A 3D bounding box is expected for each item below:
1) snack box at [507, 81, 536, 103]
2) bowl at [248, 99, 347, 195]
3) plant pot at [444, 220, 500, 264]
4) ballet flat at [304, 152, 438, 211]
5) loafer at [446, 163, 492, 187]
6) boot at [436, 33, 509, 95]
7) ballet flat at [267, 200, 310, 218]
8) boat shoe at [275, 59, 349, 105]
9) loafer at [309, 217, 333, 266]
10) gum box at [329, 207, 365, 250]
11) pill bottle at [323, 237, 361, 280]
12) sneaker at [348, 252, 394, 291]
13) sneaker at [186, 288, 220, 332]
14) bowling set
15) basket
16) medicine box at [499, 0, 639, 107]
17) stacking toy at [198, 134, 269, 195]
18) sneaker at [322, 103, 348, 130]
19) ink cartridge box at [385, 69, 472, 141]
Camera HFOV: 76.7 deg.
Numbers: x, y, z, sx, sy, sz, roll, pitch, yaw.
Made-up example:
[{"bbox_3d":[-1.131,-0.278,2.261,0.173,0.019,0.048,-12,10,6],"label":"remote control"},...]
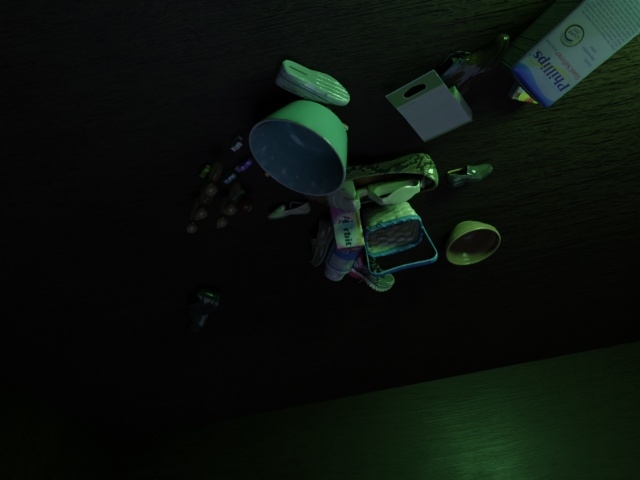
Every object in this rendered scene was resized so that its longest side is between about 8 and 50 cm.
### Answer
[{"bbox_3d":[0.675,-0.510,1.275,0.100,0.037,0.141,4,136,-16],"label":"snack box"},{"bbox_3d":[-0.041,-0.297,1.228,0.311,0.163,0.311,21,152,12],"label":"bowl"},{"bbox_3d":[0.644,-0.006,1.763,0.237,0.110,0.237,-6,137,-5],"label":"plant pot"},{"bbox_3d":[0.179,-0.188,1.424,0.483,0.182,0.164,-11,139,2],"label":"ballet flat"},{"bbox_3d":[0.557,-0.254,1.516,0.170,0.062,0.061,-21,132,10],"label":"loafer"},{"bbox_3d":[0.437,-0.523,1.184,0.106,0.082,0.219,18,133,-31],"label":"boot"},{"bbox_3d":[-0.123,-0.121,1.546,0.168,0.057,0.052,-10,110,-5],"label":"ballet flat"},{"bbox_3d":[-0.024,-0.450,1.191,0.226,0.083,0.076,22,148,-22],"label":"boat shoe"},{"bbox_3d":[0.000,0.000,1.677,0.087,0.094,0.251,23,123,0],"label":"loafer"},{"bbox_3d":[0.099,-0.061,1.553,0.107,0.188,0.062,-8,170,-4],"label":"gum box"},{"bbox_3d":[0.089,0.063,1.685,0.124,0.124,0.221,7,133,-18],"label":"pill bottle"},{"bbox_3d":[0.235,0.140,1.836,0.299,0.121,0.112,27,124,-33],"label":"sneaker"},{"bbox_3d":[-0.578,0.319,1.903,0.130,0.109,0.286,24,119,-24],"label":"sneaker"},{"bbox_3d":[-0.325,-0.117,1.371,0.200,0.154,0.287,18,147,-20],"label":"bowling set"},{"bbox_3d":[0.289,-0.008,1.559,0.255,0.289,0.201,-14,138,6],"label":"basket"},{"bbox_3d":[0.643,-0.526,1.060,0.149,0.263,0.289,41,121,-10],"label":"medicine box"},{"bbox_3d":[-0.283,-0.237,1.378,0.221,0.052,0.167,-33,133,25],"label":"stacking toy"},{"bbox_3d":[0.047,-0.373,1.301,0.075,0.057,0.161,-25,137,-6],"label":"sneaker"},{"bbox_3d":[0.338,-0.422,1.253,0.171,0.056,0.235,-18,139,41],"label":"ink cartridge box"}]
